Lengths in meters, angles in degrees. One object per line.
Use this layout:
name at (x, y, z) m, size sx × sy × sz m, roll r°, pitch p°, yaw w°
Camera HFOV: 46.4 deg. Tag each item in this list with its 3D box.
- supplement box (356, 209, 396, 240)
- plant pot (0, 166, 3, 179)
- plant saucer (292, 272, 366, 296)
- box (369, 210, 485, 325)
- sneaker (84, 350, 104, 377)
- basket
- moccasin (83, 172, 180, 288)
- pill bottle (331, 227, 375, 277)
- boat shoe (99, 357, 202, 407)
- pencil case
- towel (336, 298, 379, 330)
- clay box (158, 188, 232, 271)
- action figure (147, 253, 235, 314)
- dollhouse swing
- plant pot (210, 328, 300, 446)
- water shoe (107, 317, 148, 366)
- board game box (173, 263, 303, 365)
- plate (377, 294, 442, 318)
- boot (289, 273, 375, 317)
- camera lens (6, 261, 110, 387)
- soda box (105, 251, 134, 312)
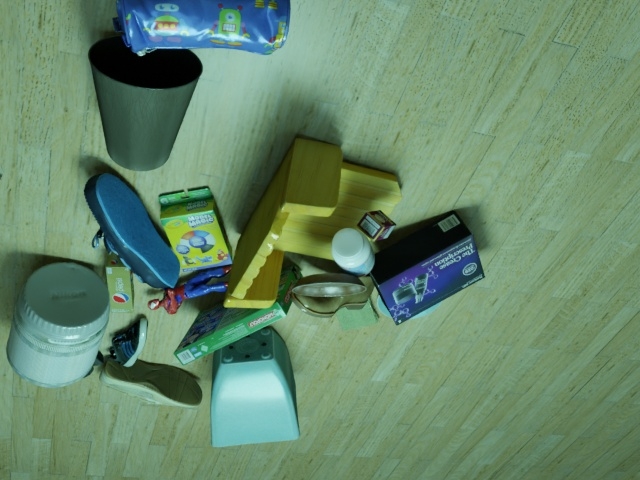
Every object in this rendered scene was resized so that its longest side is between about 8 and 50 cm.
supplement box at (0.125, -0.033, 1.659) m, size 0.043 × 0.055 × 0.083 m, roll -54°, pitch 163°, yaw 20°
plant pot at (-0.736, -0.143, 1.538) m, size 0.096 × 0.109 × 0.109 m, roll 5°, pitch 138°, yaw 5°
plant saucer at (0.020, 0.100, 1.689) m, size 0.168 × 0.029 × 0.168 m, roll 0°, pitch 166°, yaw 0°
box at (0.262, 0.072, 1.864) m, size 0.261 × 0.103 × 0.184 m, roll -29°, pitch 138°, yaw 0°
sneaker at (-0.669, 0.324, 2.086) m, size 0.089 × 0.051 × 0.170 m, roll -17°, pitch 140°, yaw 4°
basket at (-0.341, -0.256, 1.438) m, size 0.204 × 0.154 × 0.227 m, roll 3°, pitch 140°, yaw -15°
moccasin at (-0.447, -0.001, 1.693) m, size 0.116 × 0.138 × 0.342 m, roll -5°, pitch 130°, yaw 24°
pill bottle at (0.070, 0.025, 1.642) m, size 0.087 × 0.087 × 0.160 m, roll -14°, pitch 163°, yaw 7°
boat shoe at (-0.495, 0.425, 2.187) m, size 0.302 × 0.109 × 0.098 m, roll 22°, pitch 136°, yaw -21°
pencil case at (-0.205, -0.389, 1.302) m, size 0.305 × 0.119 × 0.133 m, roll -3°, pitch 114°, yaw -15°
towel at (0.097, 0.200, 2.079) m, size 0.110 × 0.027 × 0.148 m, roll -15°, pitch 138°, yaw 10°
clay box at (-0.294, -0.022, 1.763) m, size 0.127 × 0.053 × 0.222 m, roll -10°, pitch 138°, yaw 3°
action figure at (-0.335, 0.102, 1.866) m, size 0.280 × 0.092 × 0.139 m, roll -25°, pitch 141°, yaw 17°
dollhouse swing at (0.000, 0.000, 1.679) m, size 0.304 × 0.315 × 0.347 m, roll 23°, pitch 130°, yaw -15°
plant pot at (-0.195, 0.392, 2.097) m, size 0.247 × 0.247 × 0.252 m, roll -5°, pitch 121°, yaw -3°
water shoe at (-0.530, 0.281, 2.045) m, size 0.080 × 0.073 × 0.203 m, roll 16°, pitch 132°, yaw -20°
board game box at (-0.204, 0.185, 1.887) m, size 0.317 × 0.213 × 0.046 m, roll -27°, pitch 106°, yaw 21°
plate at (0.246, 0.153, 2.052) m, size 0.188 × 0.024 × 0.188 m, roll -5°, pitch 137°, yaw -4°
boot at (0.040, 0.116, 1.869) m, size 0.305 × 0.112 × 0.115 m, roll -6°, pitch 138°, yaw -54°
camera lens at (-0.647, 0.215, 1.846) m, size 0.219 × 0.219 × 0.274 m, roll 13°, pitch 134°, yaw -21°
soda box at (-0.498, 0.103, 1.864) m, size 0.058 × 0.061 × 0.181 m, roll 1°, pitch 137°, yaw -10°
